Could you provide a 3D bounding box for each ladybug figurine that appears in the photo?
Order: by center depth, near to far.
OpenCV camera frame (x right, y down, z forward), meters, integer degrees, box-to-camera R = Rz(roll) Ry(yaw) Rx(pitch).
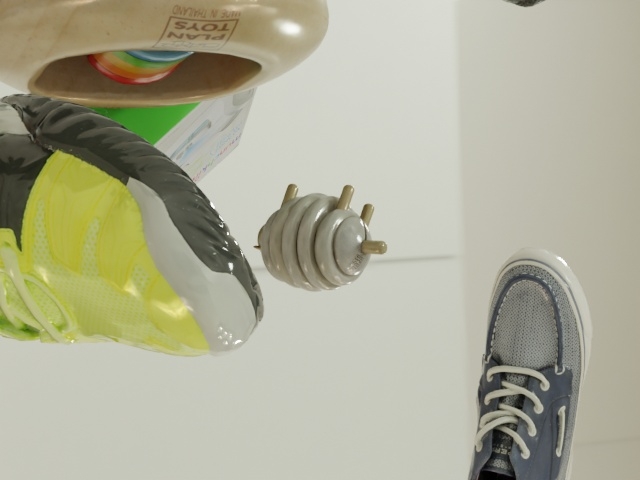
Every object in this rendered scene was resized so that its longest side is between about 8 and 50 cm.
[{"bbox_3d":[-0.151,-0.220,1.408,0.449,0.305,0.162,168,-78,-69],"label":"ladybug figurine"}]

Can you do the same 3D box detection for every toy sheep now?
[{"bbox_3d":[0.000,0.000,1.348,0.132,0.091,0.091,0,-86,42],"label":"toy sheep"}]

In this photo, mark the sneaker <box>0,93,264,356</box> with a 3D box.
[{"bbox_3d":[-0.193,0.003,0.878,0.384,0.147,0.145,17,-34,36],"label":"sneaker"}]

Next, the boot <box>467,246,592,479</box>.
[{"bbox_3d":[0.129,0.105,1.031,0.086,0.069,0.190,-42,133,-57],"label":"boot"}]

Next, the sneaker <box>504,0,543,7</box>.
[{"bbox_3d":[0.147,-0.232,1.090,0.178,0.077,0.072,-63,-160,-12],"label":"sneaker"}]

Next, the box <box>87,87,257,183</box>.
[{"bbox_3d":[-0.196,-0.120,1.741,0.126,0.262,0.231,39,-30,9],"label":"box"}]
